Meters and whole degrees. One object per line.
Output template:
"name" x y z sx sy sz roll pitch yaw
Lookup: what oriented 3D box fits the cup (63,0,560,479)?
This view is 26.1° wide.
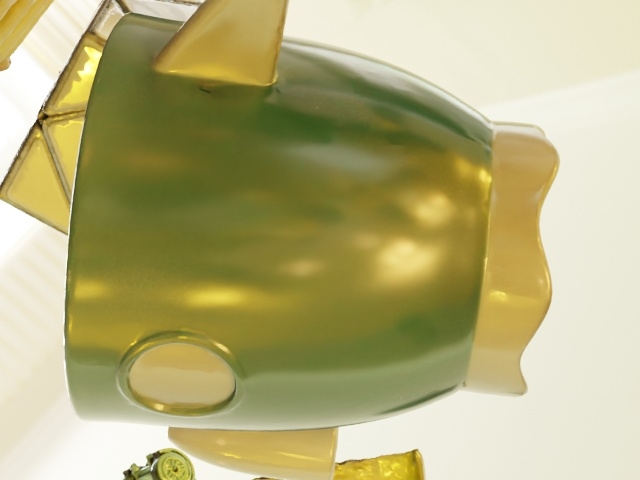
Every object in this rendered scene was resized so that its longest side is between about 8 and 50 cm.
"cup" 0.000 0.000 0.545 0.167 0.173 0.300 -81 178 -46

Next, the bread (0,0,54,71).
"bread" -0.255 -0.209 0.729 0.156 0.288 0.204 -48 -141 31

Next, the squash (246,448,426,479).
"squash" 0.011 0.334 1.361 0.236 0.204 0.155 -12 -129 14

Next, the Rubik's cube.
"Rubik's cube" -0.164 -0.112 1.347 0.205 0.207 0.205 -53 -167 28

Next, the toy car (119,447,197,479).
"toy car" -0.090 0.218 1.031 0.054 0.143 0.073 -38 -178 -44
